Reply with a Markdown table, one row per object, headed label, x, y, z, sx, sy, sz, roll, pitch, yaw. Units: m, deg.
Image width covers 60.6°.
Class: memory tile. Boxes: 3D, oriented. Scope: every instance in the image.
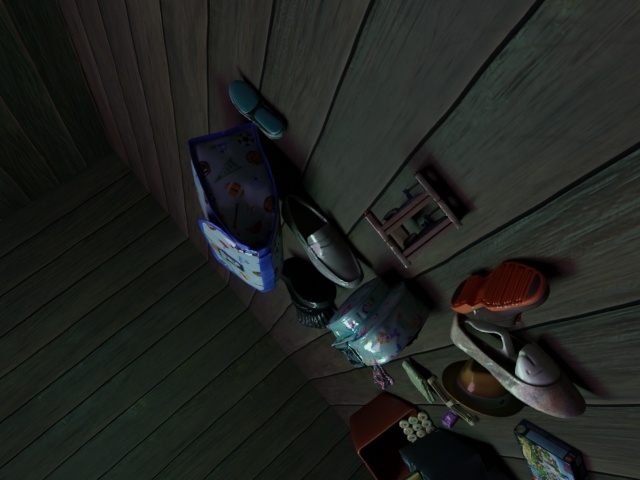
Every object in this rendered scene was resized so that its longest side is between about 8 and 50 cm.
| label | x | y | z | sx | sy | sz | roll | pitch | yaw |
| --- | --- | --- | --- | --- | --- | --- | --- | --- | --- |
| memory tile | 0.363 | 0.695 | 2.007 | 0.148 | 0.113 | 0.012 | 58 | -166 | -23 |

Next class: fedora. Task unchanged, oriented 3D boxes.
| label | x | y | z | sx | sy | sz | roll | pitch | yaw |
| --- | --- | --- | --- | --- | --- | --- | --- | --- | --- |
| fedora | 0.365 | 0.299 | 1.202 | 0.194 | 0.194 | 0.079 | 33 | 126 | 41 |

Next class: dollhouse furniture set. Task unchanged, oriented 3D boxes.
| label | x | y | z | sx | sy | sz | roll | pitch | yaw |
| --- | --- | --- | --- | --- | --- | --- | --- | --- | --- |
| dollhouse furniture set | 0.178 | -0.048 | 1.080 | 0.129 | 0.129 | 0.183 | 51 | -169 | 0 |

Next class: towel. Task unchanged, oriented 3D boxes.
| label | x | y | z | sx | sy | sz | roll | pitch | yaw |
| --- | --- | --- | --- | --- | --- | --- | --- | --- | --- |
| towel | 0.313 | 0.451 | 1.744 | 0.110 | 0.027 | 0.148 | 46 | 168 | 49 |

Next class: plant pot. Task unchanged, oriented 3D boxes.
| label | x | y | z | sx | sy | sz | roll | pitch | yaw |
| --- | --- | --- | --- | --- | --- | --- | --- | --- | --- |
| plant pot | 0.265 | 0.762 | 2.148 | 0.267 | 0.267 | 0.236 | 59 | 172 | -22 |

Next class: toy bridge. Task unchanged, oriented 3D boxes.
| label | x | y | z | sx | sy | sz | roll | pitch | yaw |
| --- | --- | --- | --- | --- | --- | --- | --- | --- | --- |
| toy bridge | 0.398 | 0.489 | 1.663 | 0.188 | 0.026 | 0.063 | 44 | 162 | 17 |

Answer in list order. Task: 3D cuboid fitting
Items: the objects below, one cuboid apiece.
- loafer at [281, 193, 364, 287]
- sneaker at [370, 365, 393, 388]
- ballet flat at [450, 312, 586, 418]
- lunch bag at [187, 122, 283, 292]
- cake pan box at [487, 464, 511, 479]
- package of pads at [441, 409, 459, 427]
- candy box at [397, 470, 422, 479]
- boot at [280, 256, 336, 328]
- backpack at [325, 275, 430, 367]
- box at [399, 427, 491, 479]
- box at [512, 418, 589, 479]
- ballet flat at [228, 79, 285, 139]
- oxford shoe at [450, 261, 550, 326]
| label | x | y | z | sx | sy | sz | roll | pitch | yaw |
| --- | --- | --- | --- | --- | --- | --- | --- | --- | --- |
| loafer | 0.000 | 0.000 | 1.526 | 0.319 | 0.112 | 0.111 | 46 | 169 | 14 |
| sneaker | 0.216 | 0.505 | 2.051 | 0.119 | 0.057 | 0.047 | 47 | 163 | 14 |
| ballet flat | 0.389 | 0.237 | 1.115 | 0.316 | 0.107 | 0.106 | 32 | 143 | 41 |
| lunch bag | -0.221 | -0.070 | 1.553 | 0.328 | 0.238 | 0.386 | 94 | 155 | -67 |
| cake pan box | 0.632 | 0.875 | 1.787 | 0.245 | 0.070 | 0.267 | 36 | 156 | 33 |
| package of pads | 0.404 | 0.557 | 1.703 | 0.032 | 0.050 | 0.083 | 35 | 174 | 27 |
| candy box | 0.295 | 0.902 | 1.678 | 0.317 | 0.182 | 0.087 | 61 | 168 | 18 |
| boot | -0.016 | 0.221 | 1.925 | 0.348 | 0.131 | 0.260 | 39 | 153 | 59 |
| backpack | 0.150 | 0.208 | 1.408 | 0.191 | 0.225 | 0.253 | 48 | 157 | -8 |
| box | 0.441 | 0.829 | 1.792 | 0.313 | 0.178 | 0.343 | 65 | 170 | 3 |
| box | 0.583 | 0.566 | 1.363 | 0.159 | 0.044 | 0.233 | 21 | 145 | 54 |
| ballet flat | -0.159 | -0.321 | 1.372 | 0.188 | 0.070 | 0.070 | 50 | 161 | 11 |
| oxford shoe | 0.347 | 0.107 | 1.014 | 0.098 | 0.097 | 0.271 | 32 | 166 | -7 |
